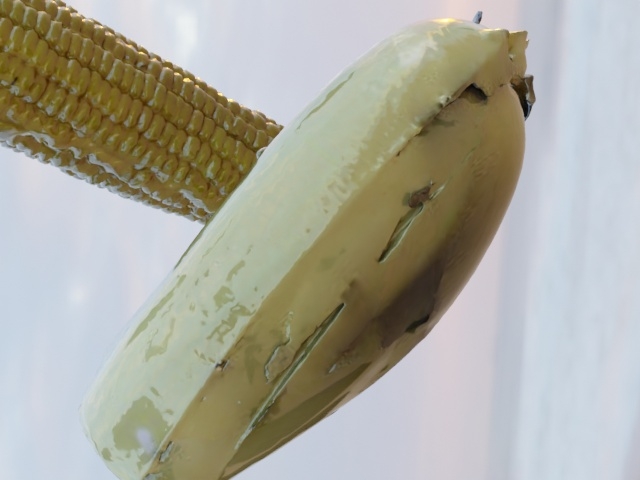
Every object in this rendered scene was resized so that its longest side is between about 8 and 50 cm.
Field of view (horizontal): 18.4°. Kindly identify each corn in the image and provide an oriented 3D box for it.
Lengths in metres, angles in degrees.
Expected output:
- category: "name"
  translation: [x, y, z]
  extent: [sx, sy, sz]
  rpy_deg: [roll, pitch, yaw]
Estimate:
- category: "corn"
  translation: [-0.167, -0.101, 1.466]
  extent: [0.120, 0.363, 0.120]
  rpy_deg: [-43, 33, 37]

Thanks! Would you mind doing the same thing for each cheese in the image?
- category: "cheese"
  translation: [0.000, 0.000, 1.073]
  extent: [0.316, 0.128, 0.259]
  rpy_deg: [-44, 9, 8]
